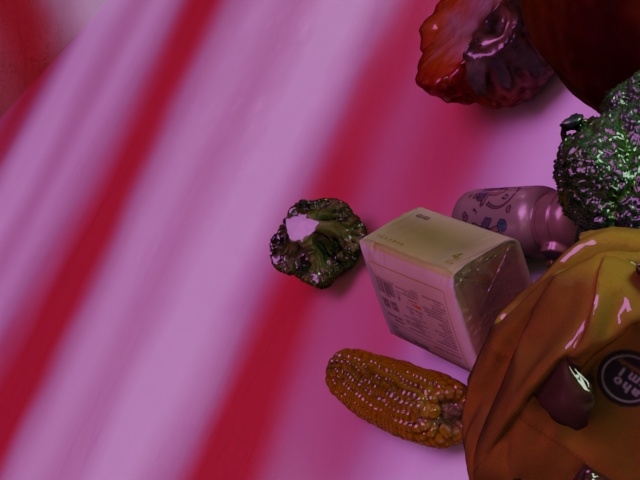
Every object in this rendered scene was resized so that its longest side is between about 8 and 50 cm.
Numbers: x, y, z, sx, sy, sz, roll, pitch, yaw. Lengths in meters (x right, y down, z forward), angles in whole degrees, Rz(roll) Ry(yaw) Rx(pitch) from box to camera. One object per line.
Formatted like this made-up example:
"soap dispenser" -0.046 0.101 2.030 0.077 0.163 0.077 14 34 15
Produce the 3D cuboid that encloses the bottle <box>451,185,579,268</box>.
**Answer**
"bottle" 0.270 -0.017 1.901 0.209 0.097 0.110 0 69 55

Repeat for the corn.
"corn" 0.101 0.208 1.930 0.310 0.101 0.101 12 72 57

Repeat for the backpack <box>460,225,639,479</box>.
"backpack" 0.315 0.186 1.427 0.201 0.353 0.378 -50 -13 -53

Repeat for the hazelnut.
"hazelnut" 0.406 -0.341 1.723 0.352 0.421 0.421 10 66 24

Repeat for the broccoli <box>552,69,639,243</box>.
"broccoli" 0.402 -0.026 1.578 0.283 0.321 0.304 101 174 -74

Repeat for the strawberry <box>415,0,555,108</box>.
"strawberry" 0.265 -0.315 2.163 0.265 0.149 0.336 -58 19 12

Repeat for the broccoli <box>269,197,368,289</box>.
"broccoli" 0.000 0.000 2.255 0.162 0.138 0.146 19 84 27

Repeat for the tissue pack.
"tissue pack" 0.170 0.063 1.882 0.125 0.159 0.234 -28 22 -21
